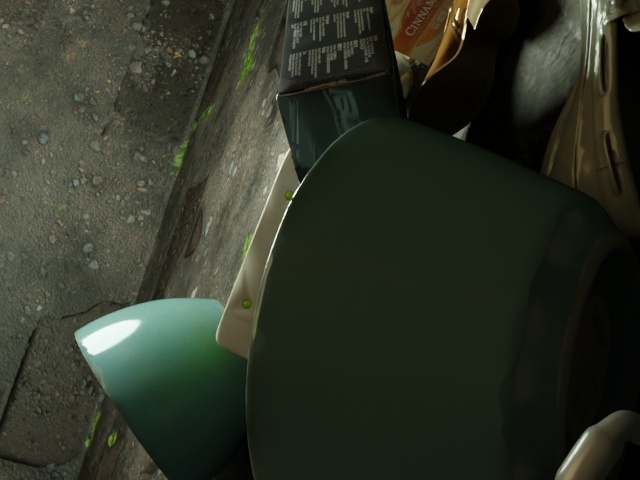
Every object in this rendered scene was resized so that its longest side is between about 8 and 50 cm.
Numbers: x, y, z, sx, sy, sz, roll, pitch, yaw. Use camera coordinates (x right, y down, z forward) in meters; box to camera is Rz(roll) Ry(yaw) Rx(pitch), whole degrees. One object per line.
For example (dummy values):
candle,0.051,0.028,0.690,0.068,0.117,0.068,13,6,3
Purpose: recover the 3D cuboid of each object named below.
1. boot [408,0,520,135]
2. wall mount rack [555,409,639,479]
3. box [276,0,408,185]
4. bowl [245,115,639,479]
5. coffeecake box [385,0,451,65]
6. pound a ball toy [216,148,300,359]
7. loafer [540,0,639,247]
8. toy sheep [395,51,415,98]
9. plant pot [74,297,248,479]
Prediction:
boot,0.158,-0.217,1.080,0.197,0.073,0.152,-57,17,26
wall mount rack,0.130,0.247,0.351,0.350,0.130,0.304,32,94,48
box,0.042,-0.076,0.892,0.395,0.097,0.318,-89,-15,-60
bowl,0.107,0.079,0.616,0.163,0.311,0.312,7,74,31
coffeecake box,0.090,-0.323,1.184,0.142,0.185,0.068,-55,23,39
pound a ball toy,0.000,0.000,1.247,0.208,0.135,0.319,-21,-46,-80
loafer,0.245,-0.147,0.692,0.111,0.112,0.320,5,83,66
toy sheep,0.082,-0.214,1.257,0.091,0.091,0.132,-56,4,36
plant pot,-0.190,0.197,1.379,0.195,0.290,0.290,-34,15,-10
